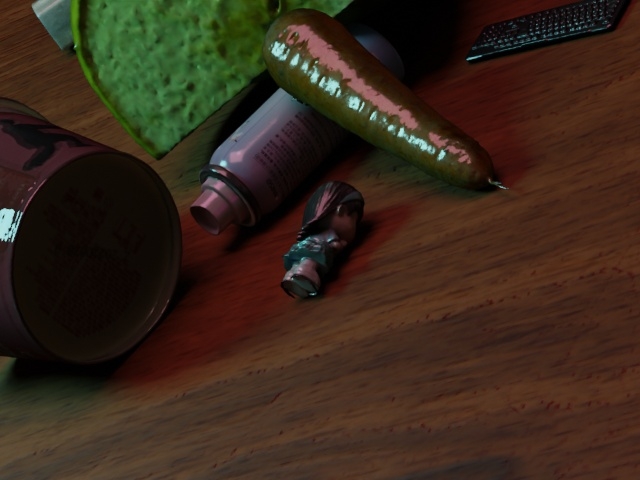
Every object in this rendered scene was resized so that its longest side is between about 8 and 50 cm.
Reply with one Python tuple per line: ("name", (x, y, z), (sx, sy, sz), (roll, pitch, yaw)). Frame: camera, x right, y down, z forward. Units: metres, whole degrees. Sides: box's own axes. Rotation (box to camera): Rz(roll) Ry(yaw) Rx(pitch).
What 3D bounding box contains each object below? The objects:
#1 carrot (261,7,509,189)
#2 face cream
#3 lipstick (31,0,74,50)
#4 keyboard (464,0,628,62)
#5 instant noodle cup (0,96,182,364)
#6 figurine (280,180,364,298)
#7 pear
("carrot", (0.056, -0.102, 1.595), (0.078, 0.078, 0.298), (-40, 49, -12))
("face cream", (-0.025, -0.093, 1.716), (0.229, 0.075, 0.075), (-45, 28, -22))
("lipstick", (-0.223, -0.326, 2.340), (0.253, 0.079, 0.077), (-34, 25, 1))
("keyboard", (0.193, -0.183, 1.685), (0.155, 0.010, 0.053), (-10, 36, 41))
("instant noodle cup", (-0.241, 0.002, 1.659), (0.178, 0.235, 0.235), (12, 52, 45))
("figurine", (0.000, 0.000, 1.568), (0.106, 0.047, 0.060), (-63, 1, -33))
("pear", (-0.058, -0.277, 1.851), (0.342, 0.238, 0.318), (-35, 8, 29))
